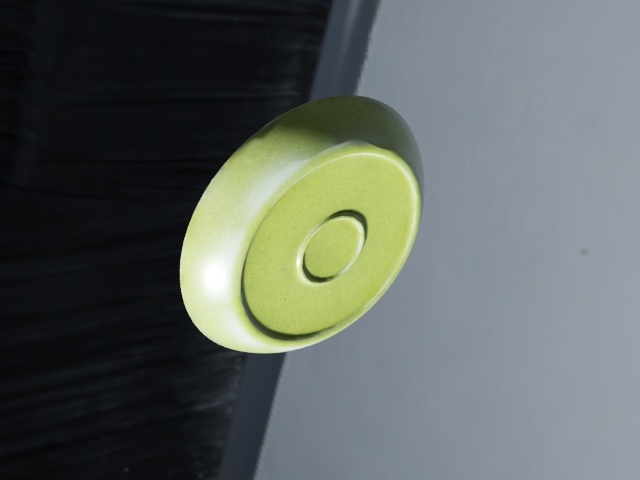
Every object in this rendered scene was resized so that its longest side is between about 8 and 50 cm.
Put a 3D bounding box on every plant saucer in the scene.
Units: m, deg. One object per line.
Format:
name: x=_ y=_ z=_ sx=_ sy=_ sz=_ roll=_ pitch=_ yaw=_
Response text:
plant saucer: x=0.000 y=0.000 z=0.831 sx=0.037 sy=0.241 sz=0.241 roll=41 pitch=124 yaw=39
